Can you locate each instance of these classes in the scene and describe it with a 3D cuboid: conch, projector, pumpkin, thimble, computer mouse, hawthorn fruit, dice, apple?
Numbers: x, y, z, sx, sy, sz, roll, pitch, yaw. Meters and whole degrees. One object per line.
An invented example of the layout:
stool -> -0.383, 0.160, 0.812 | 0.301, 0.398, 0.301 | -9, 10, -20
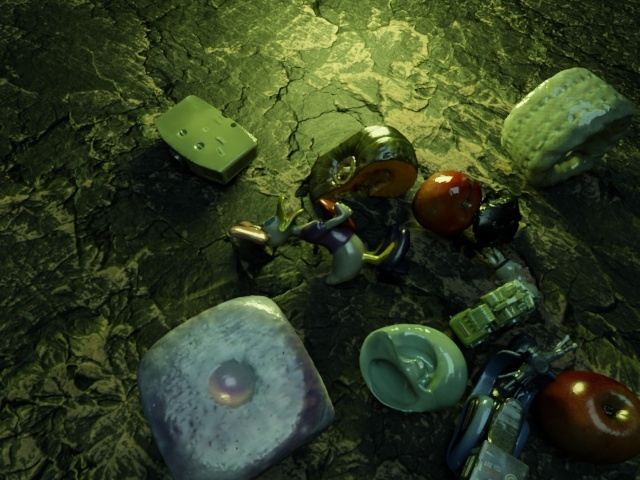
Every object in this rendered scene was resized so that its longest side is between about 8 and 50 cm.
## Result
conch -> 0.192, 0.268, 0.892 | 0.220, 0.121, 0.185 | 23, 66, 17
projector -> -0.322, -0.266, 1.167 | 0.269, 0.088, 0.193 | 37, 67, 16
pumpkin -> 0.126, -0.186, 1.156 | 0.280, 0.190, 0.140 | -27, 57, 32
thimble -> 0.654, -0.296, 1.147 | 0.291, 0.292, 0.195 | -22, 64, -14
computer mouse -> 0.452, -0.049, 1.052 | 0.077, 0.147, 0.241 | 19, 25, 38
hawthorn fruit -> 0.323, -0.098, 1.069 | 0.172, 0.173, 0.173 | 1, 62, -3
dice -> -0.150, 0.284, 0.777 | 0.270, 0.271, 0.270 | -27, 67, -17
apple -> 0.534, 0.346, 0.846 | 0.180, 0.169, 0.181 | -1, 58, 2

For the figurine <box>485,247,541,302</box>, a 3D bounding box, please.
figurine -> 0.469, 0.091, 1.044 | 0.098, 0.081, 0.146 | 19, 44, -44

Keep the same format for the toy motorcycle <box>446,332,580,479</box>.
toy motorcycle -> 0.365, 0.322, 0.820 | 0.125, 0.213, 0.359 | 29, 64, 13

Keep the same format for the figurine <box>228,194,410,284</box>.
figurine -> 0.006, -0.003, 1.019 | 0.420, 0.154, 0.194 | 21, 97, -1

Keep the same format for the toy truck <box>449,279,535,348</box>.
toy truck -> 0.378, 0.160, 0.935 | 0.191, 0.116, 0.085 | -35, 67, 10
